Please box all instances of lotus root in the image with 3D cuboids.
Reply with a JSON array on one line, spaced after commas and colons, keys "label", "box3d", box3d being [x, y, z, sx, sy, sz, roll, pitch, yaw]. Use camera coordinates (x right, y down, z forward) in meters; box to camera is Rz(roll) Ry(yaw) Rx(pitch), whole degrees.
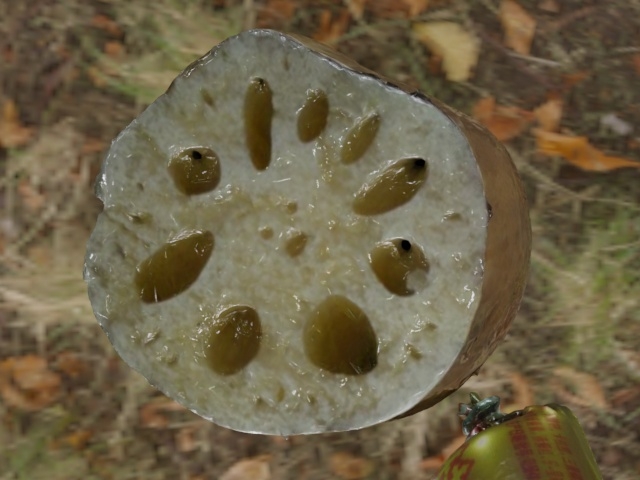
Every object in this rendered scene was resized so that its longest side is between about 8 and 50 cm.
[{"label": "lotus root", "box3d": [-0.001, 0.003, 0.588, 0.122, 0.081, 0.112, 27, 95, 15]}]

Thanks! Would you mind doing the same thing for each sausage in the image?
[{"label": "sausage", "box3d": [0.140, 0.195, 1.252, 0.125, 0.117, 0.317, -52, 29, 23]}]
